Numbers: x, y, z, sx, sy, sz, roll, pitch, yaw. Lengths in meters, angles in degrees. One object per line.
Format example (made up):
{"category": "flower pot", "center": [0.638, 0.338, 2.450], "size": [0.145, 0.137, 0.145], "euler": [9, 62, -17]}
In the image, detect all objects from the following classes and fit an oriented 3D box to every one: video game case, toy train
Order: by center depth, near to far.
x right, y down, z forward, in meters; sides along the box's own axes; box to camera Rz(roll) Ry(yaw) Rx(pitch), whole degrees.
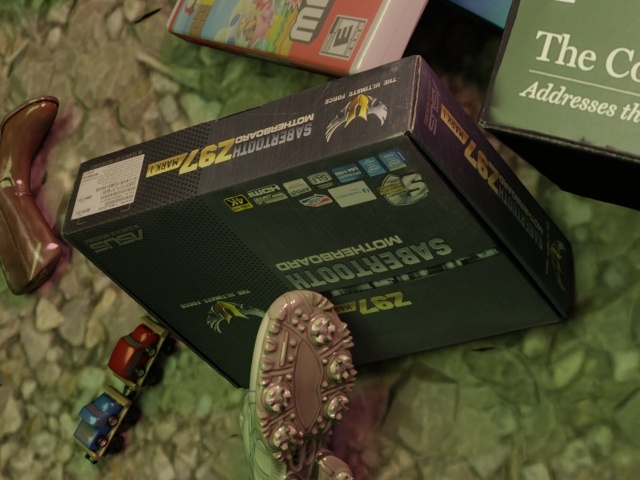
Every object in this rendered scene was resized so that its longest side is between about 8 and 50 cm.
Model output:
{"category": "video game case", "center": [0.008, -0.201, 1.004], "size": [0.285, 0.025, 0.204], "euler": [24, 89, 62]}
{"category": "toy train", "center": [-0.120, 0.077, 1.100], "size": [0.027, 0.036, 0.158], "euler": [33, 98, 34]}

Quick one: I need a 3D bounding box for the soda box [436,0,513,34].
{"category": "soda box", "center": [0.112, -0.159, 0.984], "size": [0.210, 0.067, 0.071], "euler": [33, 98, 33]}

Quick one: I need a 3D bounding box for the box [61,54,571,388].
{"category": "box", "center": [0.000, 0.000, 0.950], "size": [0.233, 0.183, 0.059], "euler": [-14, 50, 30]}

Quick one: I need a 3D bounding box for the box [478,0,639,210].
{"category": "box", "center": [0.289, -0.145, 0.760], "size": [0.343, 0.179, 0.312], "euler": [15, 87, 22]}

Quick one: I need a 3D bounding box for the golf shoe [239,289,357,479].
{"category": "golf shoe", "center": [-0.026, 0.099, 0.979], "size": [0.086, 0.069, 0.176], "euler": [34, 134, 46]}

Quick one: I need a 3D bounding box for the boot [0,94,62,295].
{"category": "boot", "center": [-0.201, -0.030, 1.176], "size": [0.106, 0.037, 0.114], "euler": [-46, 55, 31]}
